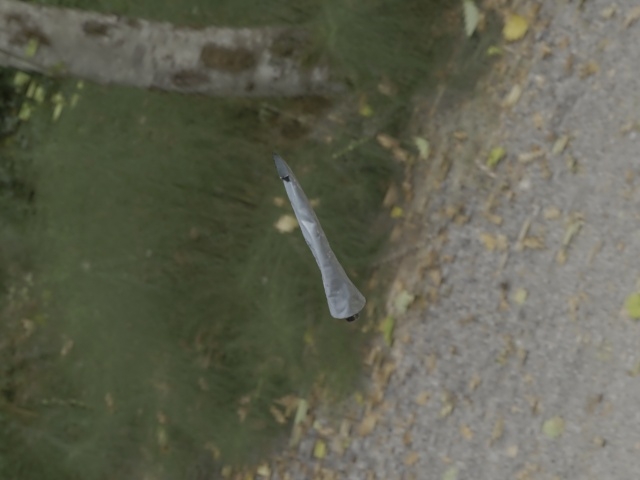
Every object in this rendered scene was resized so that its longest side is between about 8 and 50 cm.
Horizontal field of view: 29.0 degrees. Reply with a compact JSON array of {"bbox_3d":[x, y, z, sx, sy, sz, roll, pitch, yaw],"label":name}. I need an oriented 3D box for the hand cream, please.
[{"bbox_3d":[0.000,0.000,0.602,0.019,0.093,0.030,-23,24,0],"label":"hand cream"}]
